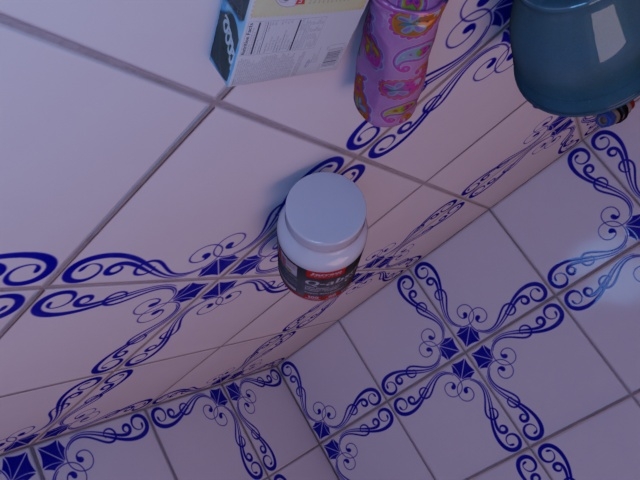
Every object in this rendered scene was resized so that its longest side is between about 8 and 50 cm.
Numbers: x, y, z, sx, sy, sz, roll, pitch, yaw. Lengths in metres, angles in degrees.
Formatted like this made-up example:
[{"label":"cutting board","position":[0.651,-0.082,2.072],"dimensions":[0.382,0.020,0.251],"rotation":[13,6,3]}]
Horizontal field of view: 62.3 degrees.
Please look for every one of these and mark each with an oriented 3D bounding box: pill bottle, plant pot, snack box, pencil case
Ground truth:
[{"label":"pill bottle","position":[0.000,0.000,1.263],"dimensions":[0.210,0.210,0.363],"rotation":[-28,162,-14]},{"label":"plant pot","position":[0.455,-0.397,0.920],"dimensions":[0.271,0.272,0.255],"rotation":[-37,148,14]},{"label":"snack box","position":[-0.009,-0.329,0.622],"dimensions":[0.187,0.060,0.322],"rotation":[-21,159,-33]},{"label":"pencil case","position":[0.119,-0.298,0.822],"dimensions":[0.124,0.124,0.284],"rotation":[-28,161,-12]}]

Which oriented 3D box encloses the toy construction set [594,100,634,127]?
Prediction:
[{"label":"toy construction set","position":[0.670,-0.453,1.296],"dimensions":[0.309,0.237,0.257],"rotation":[-48,133,-6]}]
